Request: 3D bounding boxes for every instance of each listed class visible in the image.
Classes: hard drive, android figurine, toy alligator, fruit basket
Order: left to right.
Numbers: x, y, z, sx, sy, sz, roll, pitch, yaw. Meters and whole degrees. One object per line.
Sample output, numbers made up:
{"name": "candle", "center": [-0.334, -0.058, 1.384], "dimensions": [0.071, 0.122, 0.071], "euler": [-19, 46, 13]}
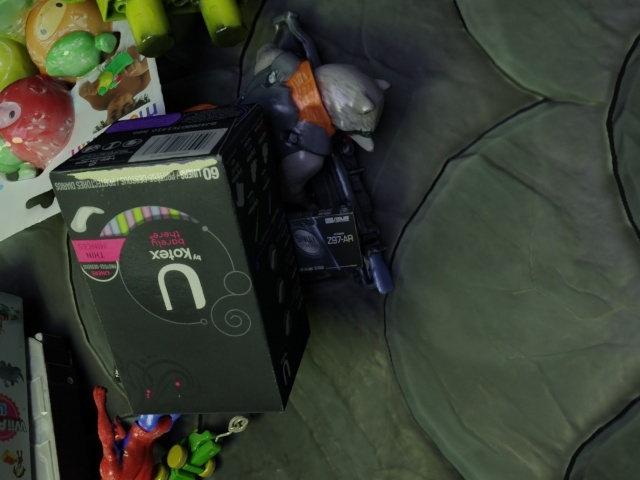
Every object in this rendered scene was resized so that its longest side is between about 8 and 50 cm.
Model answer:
{"name": "hard drive", "center": [-0.401, 0.317, 0.958], "dimensions": [0.237, 0.064, 0.339], "euler": [-27, 62, 18]}
{"name": "fruit basket", "center": [-0.338, -0.186, 0.875], "dimensions": [0.327, 0.165, 0.353], "euler": [-23, 59, 19]}
{"name": "android figurine", "center": [-0.182, -0.331, 0.833], "dimensions": [0.248, 0.056, 0.273], "euler": [-17, 74, -25]}
{"name": "toy alligator", "center": [-0.159, 0.264, 0.943], "dimensions": [0.190, 0.056, 0.051], "euler": [-46, 39, 16]}

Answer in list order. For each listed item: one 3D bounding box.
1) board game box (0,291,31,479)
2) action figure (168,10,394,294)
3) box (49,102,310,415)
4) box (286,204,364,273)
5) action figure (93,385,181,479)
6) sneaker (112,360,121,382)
{"name": "board game box", "center": [-0.478, 0.236, 0.934], "dimensions": [0.224, 0.097, 0.303], "euler": [-25, 63, 20]}
{"name": "action figure", "center": [-0.058, -0.068, 0.826], "dimensions": [0.330, 0.178, 0.341], "euler": [-30, 83, 27]}
{"name": "box", "center": [-0.121, 0.023, 0.731], "dimensions": [0.165, 0.143, 0.270], "euler": [-5, 117, 14]}
{"name": "box", "center": [0.000, 0.000, 0.791], "dimensions": [0.083, 0.018, 0.067], "euler": [-6, 119, 10]}
{"name": "action figure", "center": [-0.215, 0.191, 0.926], "dimensions": [0.139, 0.091, 0.280], "euler": [33, 90, 38]}
{"name": "sneaker", "center": [-0.246, 0.090, 0.959], "dimensions": [0.089, 0.051, 0.170], "euler": [-18, 91, 14]}
